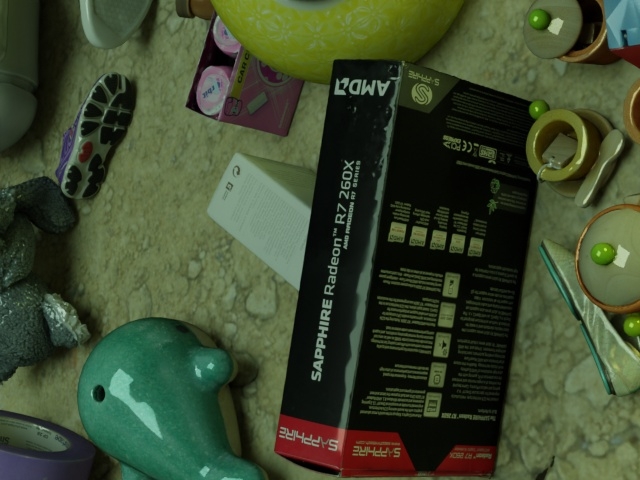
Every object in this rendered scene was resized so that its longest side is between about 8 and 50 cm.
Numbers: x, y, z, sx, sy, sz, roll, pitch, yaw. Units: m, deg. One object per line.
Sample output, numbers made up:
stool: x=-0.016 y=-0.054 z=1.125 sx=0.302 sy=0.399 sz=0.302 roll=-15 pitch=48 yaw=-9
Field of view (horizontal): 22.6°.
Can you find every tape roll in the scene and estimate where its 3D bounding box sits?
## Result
tape roll: x=-0.368 y=0.265 z=1.903 sx=0.189 sy=0.189 sz=0.080 roll=20 pitch=97 yaw=43

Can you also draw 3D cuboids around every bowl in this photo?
bowl: x=0.001 y=-0.295 z=1.590 sx=0.290 sy=0.156 sz=0.289 roll=2 pitch=98 yaw=13

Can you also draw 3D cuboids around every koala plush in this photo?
koala plush: x=-0.394 y=0.061 z=1.976 sx=0.196 sy=0.203 sz=0.221 roll=-23 pitch=93 yaw=18

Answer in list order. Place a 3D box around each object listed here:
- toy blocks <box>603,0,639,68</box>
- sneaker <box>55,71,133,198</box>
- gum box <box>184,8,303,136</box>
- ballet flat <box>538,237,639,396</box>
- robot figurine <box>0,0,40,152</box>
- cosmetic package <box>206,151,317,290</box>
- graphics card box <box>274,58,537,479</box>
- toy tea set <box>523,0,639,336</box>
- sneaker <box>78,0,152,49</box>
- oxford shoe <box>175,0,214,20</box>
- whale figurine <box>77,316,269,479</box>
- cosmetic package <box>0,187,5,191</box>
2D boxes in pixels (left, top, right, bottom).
toy blocks: x=0.381 y=-0.240 z=1.324 sx=0.381 sy=0.191 sz=0.260 roll=-5 pitch=92 yaw=33
sneaker: x=-0.291 y=-0.136 z=1.982 sx=0.071 sy=0.068 sz=0.170 roll=44 pitch=113 yaw=44
gum box: x=-0.066 y=-0.218 z=1.758 sx=0.062 sy=0.107 sz=0.188 roll=24 pitch=99 yaw=42
ballet flat: x=0.255 y=0.064 z=1.467 sx=0.052 sy=0.057 sz=0.168 roll=-26 pitch=67 yaw=7
robot figurine: x=-0.463 y=-0.255 z=2.065 sx=0.300 sy=0.200 sz=0.353 roll=162 pitch=110 yaw=-64
cosmetic package: x=0.000 y=0.000 z=1.658 sx=0.231 sy=0.117 sz=0.085 roll=40 pitch=111 yaw=40
graphics card box: x=0.089 y=0.031 z=1.492 sx=0.094 sy=0.233 sz=0.370 roll=9 pitch=90 yaw=43
toy tea set: x=0.261 y=-0.084 z=1.425 sx=0.200 sy=0.124 sz=0.336 roll=-51 pitch=54 yaw=25
sneaker: x=-0.286 y=-0.361 z=1.992 sx=0.147 sy=0.105 sz=0.295 roll=-14 pitch=68 yaw=42
oxford shoe: x=-0.106 y=-0.355 z=1.858 sx=0.076 sy=0.076 sz=0.212 roll=12 pitch=89 yaw=13
whale figurine: x=-0.170 y=0.205 z=1.763 sx=0.216 sy=0.141 sz=0.272 roll=-54 pitch=53 yaw=22
cosmetic package: x=-0.448 y=-0.012 z=2.121 sx=0.060 sy=0.041 sz=0.115 roll=-7 pitch=79 yaw=42
